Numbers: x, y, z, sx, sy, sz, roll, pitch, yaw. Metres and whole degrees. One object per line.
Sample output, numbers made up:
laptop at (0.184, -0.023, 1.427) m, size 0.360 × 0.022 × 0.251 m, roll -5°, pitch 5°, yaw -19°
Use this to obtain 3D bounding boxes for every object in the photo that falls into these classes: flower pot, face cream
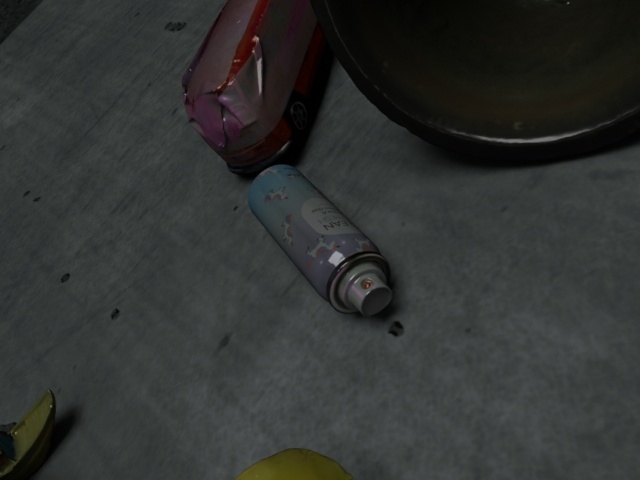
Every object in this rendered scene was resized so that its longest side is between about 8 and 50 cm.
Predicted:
flower pot at (0.201, -0.285, 0.636) m, size 0.379 × 0.380 × 0.251 m, roll -11°, pitch 30°, yaw 30°
face cream at (0.000, 0.000, 0.693) m, size 0.075 × 0.075 × 0.229 m, roll -42°, pitch 43°, yaw -1°

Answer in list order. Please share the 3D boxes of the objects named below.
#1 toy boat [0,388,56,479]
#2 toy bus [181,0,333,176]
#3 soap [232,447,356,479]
toy boat at (-0.362, 0.242, 0.768) m, size 0.172 × 0.066 × 0.065 m, roll -41°, pitch 39°, yaw 0°
toy bus at (-0.075, -0.238, 0.901) m, size 0.127 × 0.147 × 0.303 m, roll -10°, pitch 49°, yaw 38°
soap at (0.002, 0.348, 0.362) m, size 0.306 × 0.115 × 0.427 m, roll -44°, pitch 37°, yaw 5°
